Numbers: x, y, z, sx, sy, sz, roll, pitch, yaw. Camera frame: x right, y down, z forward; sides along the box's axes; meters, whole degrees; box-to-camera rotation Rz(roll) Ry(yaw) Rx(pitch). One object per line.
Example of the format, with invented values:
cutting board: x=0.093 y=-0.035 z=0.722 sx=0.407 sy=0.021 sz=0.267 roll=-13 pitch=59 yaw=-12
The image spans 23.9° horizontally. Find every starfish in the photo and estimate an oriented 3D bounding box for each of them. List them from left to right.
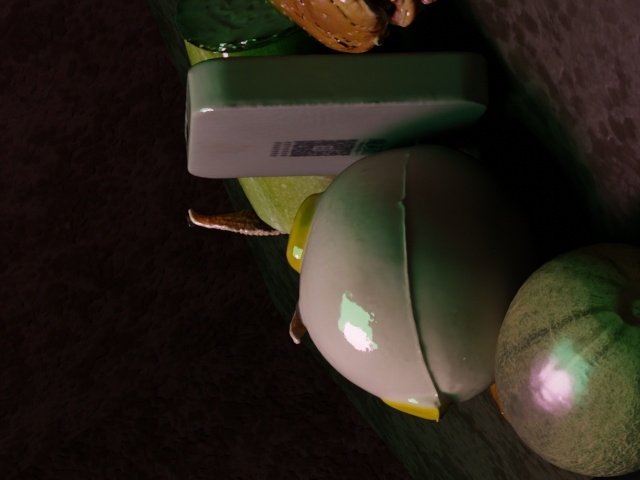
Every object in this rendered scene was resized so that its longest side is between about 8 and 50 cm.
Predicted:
starfish: x=0.007 y=-0.004 z=2.427 sx=0.398 sy=0.384 sz=0.132 roll=59 pitch=144 yaw=11

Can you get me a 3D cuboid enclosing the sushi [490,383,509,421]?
sushi: x=0.305 y=0.143 z=2.080 sx=0.140 sy=0.149 sz=0.287 roll=144 pitch=120 yaw=-62

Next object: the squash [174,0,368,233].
squash: x=-0.043 y=-0.227 z=2.236 sx=0.263 sy=0.263 sz=0.384 roll=46 pitch=164 yaw=46

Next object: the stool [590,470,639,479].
stool: x=0.425 y=0.316 z=1.801 sx=0.141 sy=0.232 sz=0.232 roll=59 pitch=169 yaw=-2

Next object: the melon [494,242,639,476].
melon: x=0.319 y=0.132 z=1.688 sx=0.248 sy=0.248 sz=0.329 roll=54 pitch=166 yaw=20

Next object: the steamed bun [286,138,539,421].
steamed bun: x=0.125 y=0.043 z=1.912 sx=0.334 sy=0.334 sz=0.374 roll=60 pitch=-159 yaw=-11

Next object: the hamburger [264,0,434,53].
hamburger: x=0.032 y=-0.341 z=1.757 sx=0.260 sy=0.211 sz=0.245 roll=39 pitch=164 yaw=47

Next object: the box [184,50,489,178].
box: x=0.012 y=-0.161 z=1.956 sx=0.367 sy=0.373 sz=0.090 roll=121 pitch=145 yaw=-78
